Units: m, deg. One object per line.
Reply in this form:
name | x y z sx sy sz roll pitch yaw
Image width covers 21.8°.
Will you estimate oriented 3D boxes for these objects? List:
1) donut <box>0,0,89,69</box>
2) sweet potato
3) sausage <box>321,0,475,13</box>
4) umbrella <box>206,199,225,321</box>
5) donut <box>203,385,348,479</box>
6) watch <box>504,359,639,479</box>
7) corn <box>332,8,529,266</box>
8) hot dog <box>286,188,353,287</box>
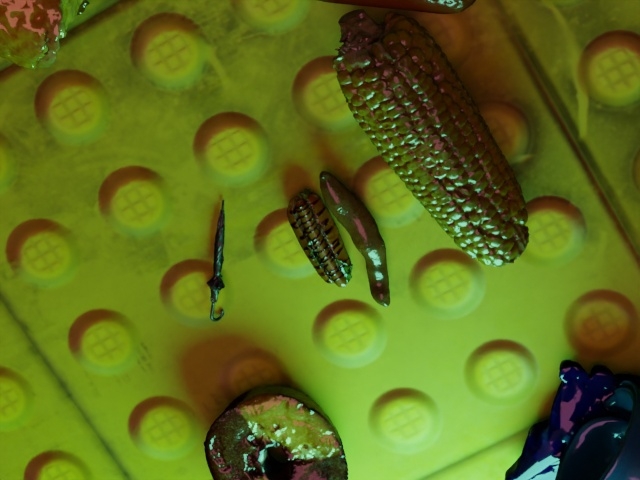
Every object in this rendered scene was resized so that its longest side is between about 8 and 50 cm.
donut | -0.243 -0.385 1.658 0.435 0.163 0.377 -27 106 15
sweet potato | 0.046 -0.006 1.849 0.044 0.044 0.179 -24 113 13
sausage | 0.071 -0.277 1.722 0.198 0.076 0.076 7 112 2
umbrella | -0.118 0.025 1.887 0.022 0.022 0.148 -15 117 -35
donut | -0.048 0.253 1.942 0.166 0.073 0.184 -29 106 15
watch | 0.327 0.248 1.845 0.171 0.200 0.196 20 108 -7
corn | 0.119 -0.109 1.764 0.119 0.119 0.321 -28 106 14
hot dog | 0.000 0.000 1.858 0.049 0.037 0.122 -24 106 17
